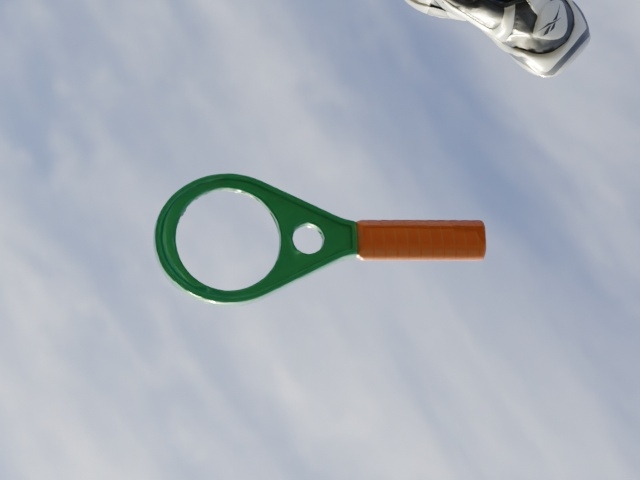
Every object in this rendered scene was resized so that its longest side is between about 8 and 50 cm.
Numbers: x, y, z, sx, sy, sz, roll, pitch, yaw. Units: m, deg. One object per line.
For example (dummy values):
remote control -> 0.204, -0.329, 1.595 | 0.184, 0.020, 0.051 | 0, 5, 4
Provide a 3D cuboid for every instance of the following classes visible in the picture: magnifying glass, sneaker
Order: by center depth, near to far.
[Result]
magnifying glass -> 0.000, 0.000, 1.372 | 0.026, 0.231, 0.092 | 117, -29, -73
sneaker -> 0.120, -0.244, 1.713 | 0.094, 0.153, 0.235 | -44, -121, -2
